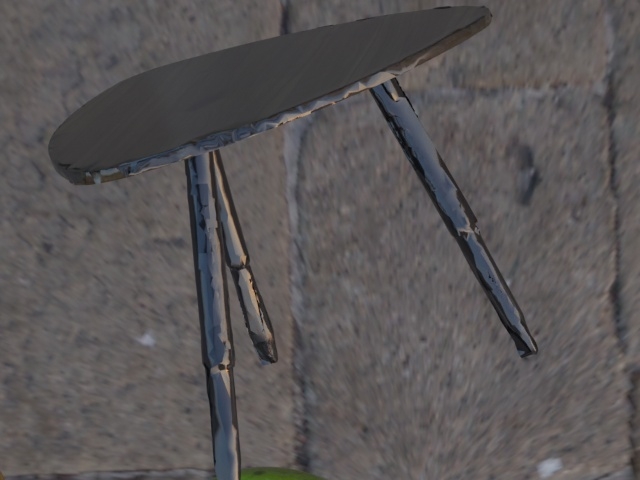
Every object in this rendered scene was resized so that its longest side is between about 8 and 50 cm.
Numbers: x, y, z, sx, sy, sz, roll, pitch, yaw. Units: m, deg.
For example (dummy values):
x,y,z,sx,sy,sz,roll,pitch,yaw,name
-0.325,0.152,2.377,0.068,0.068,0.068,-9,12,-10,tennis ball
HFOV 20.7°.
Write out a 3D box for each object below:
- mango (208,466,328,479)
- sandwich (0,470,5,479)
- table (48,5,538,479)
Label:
x,y,z,sx,sy,sz,roll,pitch,yaw,name
-0.052,0.255,1.509,0.178,0.100,0.119,-3,101,15,mango
-0.340,0.236,1.298,0.215,0.065,0.186,-14,36,2,sandwich
0.000,0.000,1.217,0.317,0.317,0.249,-17,106,1,table
